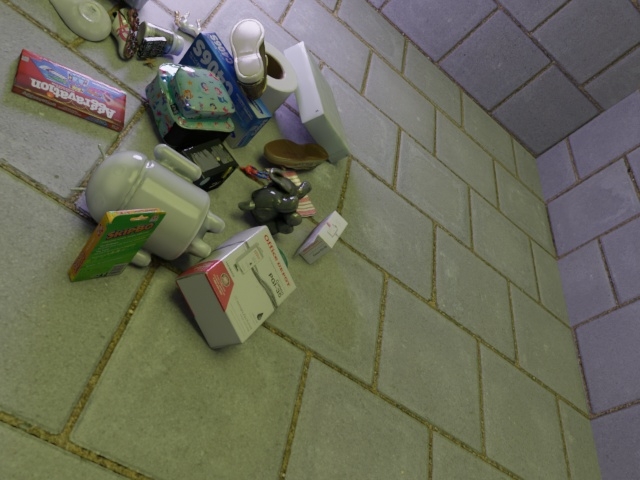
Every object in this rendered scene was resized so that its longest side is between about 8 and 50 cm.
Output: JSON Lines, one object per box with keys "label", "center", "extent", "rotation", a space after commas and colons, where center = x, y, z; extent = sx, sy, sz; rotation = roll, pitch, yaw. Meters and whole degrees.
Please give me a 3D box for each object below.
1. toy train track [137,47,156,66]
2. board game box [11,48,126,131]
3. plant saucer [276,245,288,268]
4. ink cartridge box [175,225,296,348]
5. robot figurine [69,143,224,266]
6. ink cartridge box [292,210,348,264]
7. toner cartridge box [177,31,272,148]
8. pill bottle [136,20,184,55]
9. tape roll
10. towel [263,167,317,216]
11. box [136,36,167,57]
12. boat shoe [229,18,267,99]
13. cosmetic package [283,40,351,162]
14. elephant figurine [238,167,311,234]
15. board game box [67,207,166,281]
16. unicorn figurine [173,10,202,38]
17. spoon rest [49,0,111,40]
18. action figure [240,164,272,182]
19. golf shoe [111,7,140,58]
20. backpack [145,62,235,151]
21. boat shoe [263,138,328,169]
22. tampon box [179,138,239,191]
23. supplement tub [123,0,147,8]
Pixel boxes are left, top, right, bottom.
{"label": "toy train track", "center": [-0.559, -0.581, 1.793], "extent": [0.083, 0.014, 0.048], "rotation": [45, 39, 3]}
{"label": "board game box", "center": [-0.669, -0.402, 1.520], "extent": [0.281, 0.027, 0.145], "rotation": [18, 49, -36]}
{"label": "plant saucer", "center": [-0.151, 0.060, 1.676], "extent": [0.119, 0.021, 0.119], "rotation": [28, 43, -29]}
{"label": "ink cartridge box", "center": [-0.208, 0.111, 1.451], "extent": [0.283, 0.117, 0.207], "rotation": [-44, 114, -53]}
{"label": "robot figurine", "center": [-0.415, -0.084, 1.376], "extent": [0.353, 0.200, 0.300], "rotation": [33, 75, -24]}
{"label": "ink cartridge box", "center": [0.000, 0.000, 1.804], "extent": [0.067, 0.115, 0.198], "rotation": [46, 39, -8]}
{"label": "toner cartridge box", "center": [-0.319, -0.492, 1.842], "extent": [0.075, 0.165, 0.348], "rotation": [-26, 80, -51]}
{"label": "pill bottle", "center": [-0.523, -0.657, 1.837], "extent": [0.137, 0.078, 0.078], "rotation": [7, 55, -42]}
{"label": "tape roll", "center": [-0.225, -0.570, 1.997], "extent": [0.246, 0.169, 0.246], "rotation": [27, 43, -28]}
{"label": "towel", "center": [-0.100, -0.167, 1.910], "extent": [0.144, 0.029, 0.197], "rotation": [-8, 66, -49]}
{"label": "box", "center": [-0.533, -0.610, 1.775], "extent": [0.018, 0.067, 0.083], "rotation": [50, 40, 11]}
{"label": "boat shoe", "center": [-0.225, -0.587, 1.800], "extent": [0.116, 0.096, 0.324], "rotation": [-9, 54, -1]}
{"label": "cosmetic package", "center": [-0.012, -0.526, 2.151], "extent": [0.284, 0.097, 0.377], "rotation": [49, 23, -57]}
{"label": "elephant figurine", "center": [-0.134, -0.142, 1.767], "extent": [0.239, 0.169, 0.186], "rotation": [-89, 161, -44]}
{"label": "board game box", "center": [-0.444, 0.005, 1.222], "extent": [0.124, 0.259, 0.039], "rotation": [-10, 67, -49]}
{"label": "unicorn figurine", "center": [-0.453, -0.761, 2.022], "extent": [0.162, 0.060, 0.111], "rotation": [8, 53, -22]}
{"label": "spoon rest", "center": [-0.743, -0.711, 1.662], "extent": [0.276, 0.084, 0.137], "rotation": [47, 53, -24]}
{"label": "action figure", "center": [-0.206, -0.218, 1.836], "extent": [0.115, 0.030, 0.038], "rotation": [20, 62, -20]}
{"label": "golf shoe", "center": [-0.617, -0.642, 1.754], "extent": [0.086, 0.067, 0.186], "rotation": [-3, 66, 0]}
{"label": "backpack", "center": [-0.397, -0.417, 1.694], "extent": [0.225, 0.191, 0.253], "rotation": [-8, 61, -48]}
{"label": "boat shoe", "center": [-0.092, -0.286, 1.969], "extent": [0.285, 0.089, 0.104], "rotation": [-2, 56, -45]}
{"label": "tampon box", "center": [-0.341, -0.203, 1.615], "extent": [0.101, 0.120, 0.161], "rotation": [52, 37, 2]}
{"label": "supplement tub", "center": [-0.675, -0.934, 1.803], "extent": [0.338, 0.207, 0.207], "rotation": [36, 40, -19]}
